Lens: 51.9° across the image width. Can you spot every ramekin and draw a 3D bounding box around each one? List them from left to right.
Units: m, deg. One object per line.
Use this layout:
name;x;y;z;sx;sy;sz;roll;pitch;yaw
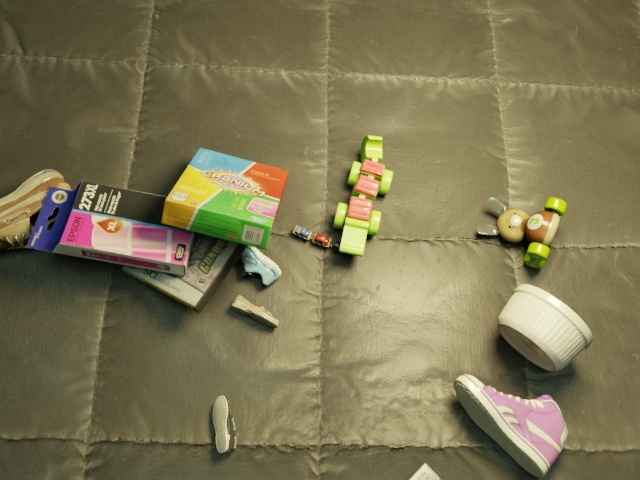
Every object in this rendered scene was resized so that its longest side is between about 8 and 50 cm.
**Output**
ramekin;0.511;0.209;1.531;0.207;0.207;0.109;42;80;12

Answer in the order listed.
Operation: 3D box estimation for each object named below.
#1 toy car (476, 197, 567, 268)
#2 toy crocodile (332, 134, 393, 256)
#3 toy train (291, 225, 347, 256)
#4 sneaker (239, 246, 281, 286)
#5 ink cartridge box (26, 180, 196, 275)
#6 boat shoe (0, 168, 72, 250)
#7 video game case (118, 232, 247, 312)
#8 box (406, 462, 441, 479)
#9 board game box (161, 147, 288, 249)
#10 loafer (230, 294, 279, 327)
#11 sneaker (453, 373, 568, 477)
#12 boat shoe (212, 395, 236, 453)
toy car;0.503;-0.040;1.671;0.188;0.149;0.155;21;78;17
toy crocodile;0.111;-0.115;1.675;0.115;0.105;0.341;16;63;3
toy train;0.000;0.000;1.663;0.158;0.036;0.027;21;68;5
sneaker;-0.176;0.053;1.615;0.162;0.063;0.073;36;74;11
ink cartridge box;-0.478;-0.036;1.537;0.370;0.069;0.176;9;59;-3
boat shoe;-0.732;-0.037;1.580;0.116;0.123;0.324;42;72;10
video game case;-0.314;0.010;1.599;0.248;0.035;0.275;24;67;24
box;0.243;0.607;1.430;0.145;0.038;0.186;-41;75;-18
board game box;-0.216;-0.108;1.571;0.242;0.064;0.317;14;29;-3
loafer;-0.153;0.168;1.580;0.125;0.045;0.039;22;61;8
sneaker;0.443;0.384;1.512;0.282;0.102;0.161;46;68;3
boat shoe;-0.212;0.413;1.476;0.046;0.038;0.125;-28;59;30
